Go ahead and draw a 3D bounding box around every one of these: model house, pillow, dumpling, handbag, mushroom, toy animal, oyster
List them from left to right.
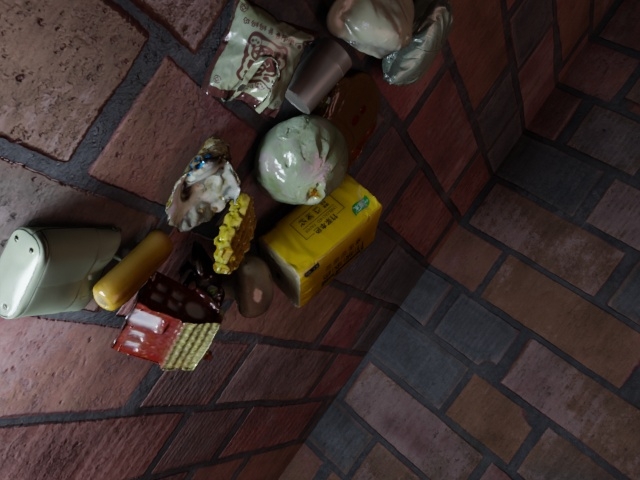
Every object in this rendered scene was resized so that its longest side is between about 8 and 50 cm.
[{"bbox_3d":[-0.568,0.066,1.202,0.241,0.109,0.315,-58,165,10],"label":"handbag"},{"bbox_3d":[-0.383,0.225,1.403,0.196,0.254,0.160,-55,-161,26],"label":"model house"},{"bbox_3d":[-0.307,-0.132,1.349,0.223,0.083,0.214,-34,144,-25],"label":"oyster"},{"bbox_3d":[-0.312,0.106,1.500,0.116,0.179,0.218,-32,140,-36],"label":"toy animal"},{"bbox_3d":[-0.256,0.145,1.659,0.215,0.207,0.207,-10,139,-7],"label":"mushroom"},{"bbox_3d":[-0.140,-0.418,1.226,0.213,0.127,0.235,14,112,-32],"label":"handbag"},{"bbox_3d":[0.169,-0.620,1.414,0.318,0.187,0.243,-19,142,-47],"label":"dumpling"},{"bbox_3d":[0.313,-0.630,1.677,0.310,0.138,0.283,-61,169,20],"label":"pillow"}]

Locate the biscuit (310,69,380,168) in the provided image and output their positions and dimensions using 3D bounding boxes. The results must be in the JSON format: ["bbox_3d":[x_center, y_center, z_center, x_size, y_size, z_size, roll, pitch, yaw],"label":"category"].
[{"bbox_3d":[0.057,-0.348,1.693,0.381,0.074,0.359,-56,150,-3],"label":"biscuit"}]

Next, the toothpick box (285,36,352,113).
[{"bbox_3d":[-0.010,-0.442,1.425,0.181,0.111,0.111,-50,152,-5],"label":"toothpick box"}]

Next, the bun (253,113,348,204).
[{"bbox_3d":[-0.040,-0.200,1.509,0.293,0.187,0.293,-18,138,-17],"label":"bun"}]

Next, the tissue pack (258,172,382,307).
[{"bbox_3d":[0.000,0.000,1.784,0.382,0.228,0.293,-42,161,-22],"label":"tissue pack"}]

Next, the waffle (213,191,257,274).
[{"bbox_3d":[-0.243,0.007,1.508,0.229,0.057,0.219,92,15,-65],"label":"waffle"}]

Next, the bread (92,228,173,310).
[{"bbox_3d":[-0.448,0.069,1.300,0.239,0.074,0.093,-55,162,-38],"label":"bread"}]
